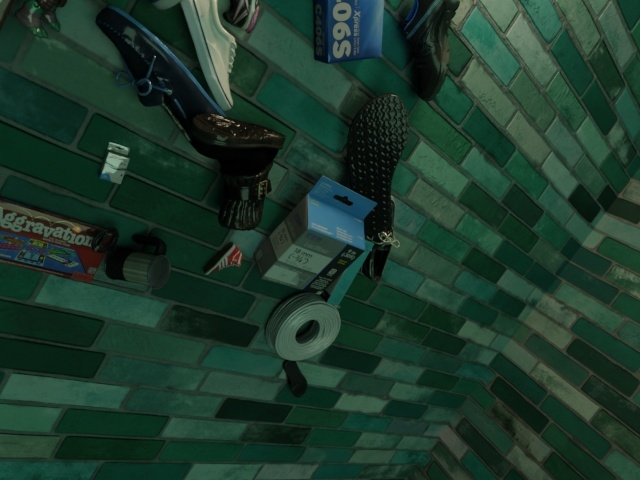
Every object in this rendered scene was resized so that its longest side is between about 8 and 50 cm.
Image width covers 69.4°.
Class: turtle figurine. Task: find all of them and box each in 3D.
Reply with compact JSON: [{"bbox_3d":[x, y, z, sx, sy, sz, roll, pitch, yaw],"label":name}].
[{"bbox_3d":[-0.428,-0.464,0.810,0.234,0.175,0.118,-35,104,18],"label":"turtle figurine"}]

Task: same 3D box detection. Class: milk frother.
[{"bbox_3d":[-0.456,0.042,1.111,0.143,0.135,0.129,20,79,-71],"label":"milk frother"}]

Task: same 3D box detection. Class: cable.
[{"bbox_3d":[-0.056,0.298,1.578,0.257,0.089,0.257,-50,132,3],"label":"cable"}]

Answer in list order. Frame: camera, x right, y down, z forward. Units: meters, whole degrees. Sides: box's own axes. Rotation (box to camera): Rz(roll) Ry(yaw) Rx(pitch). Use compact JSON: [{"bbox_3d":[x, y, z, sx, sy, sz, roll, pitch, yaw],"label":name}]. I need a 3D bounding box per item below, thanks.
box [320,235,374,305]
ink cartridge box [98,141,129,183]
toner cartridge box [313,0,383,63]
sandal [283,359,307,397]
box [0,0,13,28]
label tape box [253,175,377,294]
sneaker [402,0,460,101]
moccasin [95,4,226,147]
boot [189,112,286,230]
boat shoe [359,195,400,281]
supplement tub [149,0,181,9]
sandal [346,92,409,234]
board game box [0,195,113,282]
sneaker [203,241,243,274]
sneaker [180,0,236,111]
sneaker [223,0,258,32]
[{"bbox_3d":[0.073,0.085,1.525,0.060,0.100,0.244,18,106,-40],"label":"box"},{"bbox_3d":[-0.471,-0.177,1.060,0.048,0.028,0.083,14,108,-38],"label":"ink cartridge box"},{"bbox_3d":[0.069,-0.620,1.113,0.165,0.075,0.348,-18,125,-25],"label":"toner cartridge box"},{"bbox_3d":[-0.097,0.505,1.717,0.067,0.040,0.179,-27,115,-24],"label":"sandal"},{"bbox_3d":[-0.571,-0.455,0.734,0.168,0.167,0.203,25,102,-41],"label":"box"},{"bbox_3d":[0.000,0.000,1.360,0.241,0.106,0.333,20,124,-40],"label":"label tape box"},{"bbox_3d":[0.290,-0.561,1.289,0.140,0.125,0.341,-1,125,-1],"label":"sneaker"},{"bbox_3d":[-0.336,-0.326,0.983,0.117,0.138,0.342,-51,131,-7],"label":"moccasin"},{"bbox_3d":[-0.207,-0.147,1.102,0.348,0.131,0.260,-17,132,-66],"label":"boot"},{"bbox_3d":[0.202,-0.004,1.552,0.113,0.105,0.306,1,117,-34],"label":"boat shoe"},{"bbox_3d":[-0.316,-0.556,0.855,0.144,0.144,0.199,-43,131,-4],"label":"supplement tub"},{"bbox_3d":[0.152,-0.225,1.382,0.168,0.107,0.445,3,125,-4],"label":"sandal"},{"bbox_3d":[-0.642,0.000,1.058,0.281,0.027,0.145,22,103,-40],"label":"board game box"},{"bbox_3d":[-0.275,0.067,1.327,0.118,0.042,0.067,-44,128,-5],"label":"sneaker"},{"bbox_3d":[-0.227,-0.417,1.024,0.091,0.094,0.258,-18,125,-6],"label":"sneaker"},{"bbox_3d":[-0.167,-0.554,1.006,0.077,0.072,0.178,7,108,-24],"label":"sneaker"}]
